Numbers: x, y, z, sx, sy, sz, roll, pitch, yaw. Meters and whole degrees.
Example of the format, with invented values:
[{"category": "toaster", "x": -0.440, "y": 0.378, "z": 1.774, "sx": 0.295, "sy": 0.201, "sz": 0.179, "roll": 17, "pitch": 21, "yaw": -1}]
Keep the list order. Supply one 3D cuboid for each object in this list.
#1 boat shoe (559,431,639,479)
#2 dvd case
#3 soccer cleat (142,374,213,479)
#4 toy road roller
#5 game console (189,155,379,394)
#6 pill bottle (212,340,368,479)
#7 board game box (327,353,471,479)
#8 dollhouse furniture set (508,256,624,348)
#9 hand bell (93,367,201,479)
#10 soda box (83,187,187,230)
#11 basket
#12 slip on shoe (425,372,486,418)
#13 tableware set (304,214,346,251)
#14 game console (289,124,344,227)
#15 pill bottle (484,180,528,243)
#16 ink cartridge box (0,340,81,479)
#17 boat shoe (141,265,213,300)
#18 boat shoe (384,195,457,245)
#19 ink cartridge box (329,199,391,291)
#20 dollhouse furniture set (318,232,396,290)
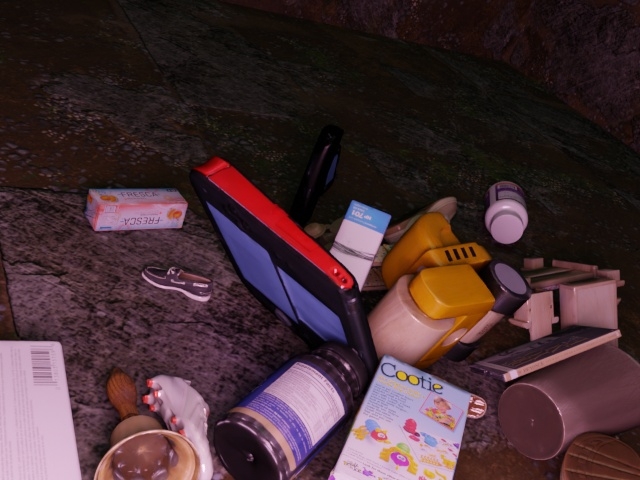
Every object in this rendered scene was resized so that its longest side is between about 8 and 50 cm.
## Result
[{"category": "boat shoe", "x": 0.387, "y": 0.403, "z": 1.133, "sx": 0.121, "sy": 0.110, "sz": 0.341, "roll": 16, "pitch": 29, "yaw": 17}, {"category": "dvd case", "x": 0.389, "y": 0.195, "z": 1.404, "sx": 0.221, "sy": 0.018, "sz": 0.164, "roll": -19, "pitch": 0, "yaw": -10}, {"category": "soccer cleat", "x": -0.175, "y": 0.247, "z": 1.074, "sx": 0.076, "sy": 0.068, "sz": 0.196, "roll": 4, "pitch": 29, "yaw": -35}, {"category": "toy road roller", "x": 0.181, "y": 0.083, "z": 1.410, "sx": 0.329, "sy": 0.202, "sz": 0.241, "roll": -6, "pitch": 53, "yaw": -45}, {"category": "game console", "x": -0.045, "y": 0.066, "z": 1.218, "sx": 0.060, "sy": 0.387, "sz": 0.342, "roll": -39, "pitch": 58, "yaw": -13}, {"category": "pill bottle", "x": -0.032, "y": 0.232, "z": 1.089, "sx": 0.122, "sy": 0.123, "sz": 0.219, "roll": 32, "pitch": 42, "yaw": 21}, {"category": "board game box", "x": 0.095, "y": 0.303, "z": 1.073, "sx": 0.144, "sy": 0.142, "sz": 0.275, "roll": 24, "pitch": 28, "yaw": 7}, {"category": "dollhouse furniture set", "x": 0.453, "y": 0.154, "z": 1.702, "sx": 0.303, "sy": 0.174, "sz": 0.355, "roll": -7, "pitch": 7, "yaw": -22}, {"category": "hand bell", "x": -0.245, "y": 0.232, "z": 1.037, "sx": 0.126, "sy": 0.126, "sz": 0.242, "roll": 6, "pitch": 19, "yaw": -26}, {"category": "soda box", "x": -0.349, "y": -0.060, "z": 1.511, "sx": 0.183, "sy": 0.058, "sz": 0.063, "roll": -3, "pitch": 35, "yaw": -39}, {"category": "basket", "x": 0.419, "y": 0.272, "z": 1.350, "sx": 0.226, "sy": 0.154, "sz": 0.204, "roll": -11, "pitch": 26, "yaw": -39}, {"category": "slip on shoe", "x": 0.212, "y": 0.262, "z": 1.341, "sx": 0.135, "sy": 0.052, "sz": 0.041, "roll": 17, "pitch": -13, "yaw": 10}, {"category": "tableware set", "x": 0.000, "y": 0.000, "z": 1.580, "sx": 0.141, "sy": 0.020, "sz": 0.169, "roll": -3, "pitch": 34, "yaw": 33}, {"category": "game console", "x": 0.010, "y": -0.163, "z": 1.798, "sx": 0.043, "sy": 0.213, "sz": 0.361, "roll": 23, "pitch": 16, "yaw": 4}, {"category": "pill bottle", "x": 0.473, "y": -0.069, "z": 2.038, "sx": 0.108, "sy": 0.108, "sz": 0.193, "roll": 21, "pitch": 28, "yaw": 1}, {"category": "ink cartridge box", "x": -0.420, "y": 0.226, "z": 0.948, "sx": 0.238, "sy": 0.060, "sz": 0.275, "roll": 4, "pitch": 32, "yaw": -27}, {"category": "boat shoe", "x": -0.246, "y": 0.066, "z": 1.377, "sx": 0.125, "sy": 0.038, "sz": 0.046, "roll": 22, "pitch": 27, "yaw": 1}, {"category": "boat shoe", "x": 0.241, "y": -0.025, "z": 1.828, "sx": 0.302, "sy": 0.109, "sz": 0.098, "roll": -28, "pitch": 94, "yaw": -56}, {"category": "ink cartridge box", "x": 0.048, "y": 0.047, "z": 1.417, "sx": 0.082, "sy": 0.140, "sz": 0.191, "roll": 24, "pitch": 64, "yaw": 3}, {"category": "dollhouse furniture set", "x": 0.111, "y": 0.023, "z": 1.630, "sx": 0.181, "sy": 0.101, "sz": 0.161, "roll": 0, "pitch": 34, "yaw": -35}]
